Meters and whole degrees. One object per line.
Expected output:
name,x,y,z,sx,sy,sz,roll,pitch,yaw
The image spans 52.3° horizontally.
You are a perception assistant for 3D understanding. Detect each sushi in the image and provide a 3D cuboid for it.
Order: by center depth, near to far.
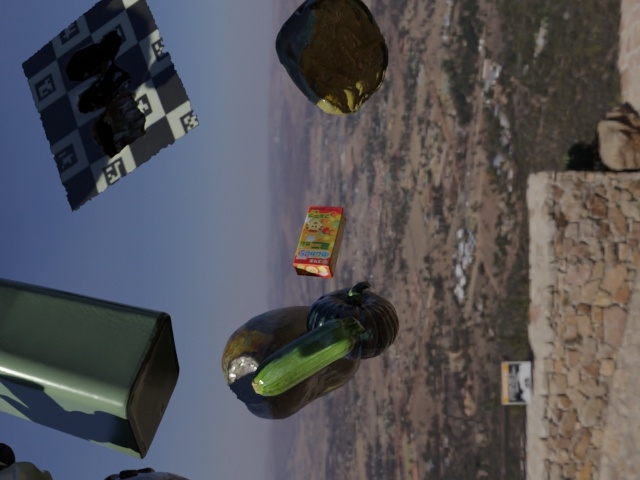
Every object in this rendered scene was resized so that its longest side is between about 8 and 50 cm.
sushi,-0.377,-0.264,1.233,0.373,0.296,0.100,63,-167,22

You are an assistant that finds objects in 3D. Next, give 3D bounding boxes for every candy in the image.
candy,0.000,0.000,1.059,0.038,0.062,0.122,72,-153,-52

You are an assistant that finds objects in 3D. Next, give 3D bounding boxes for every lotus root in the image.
lotus root,-0.074,0.267,1.457,0.346,0.250,0.250,-5,-83,-64

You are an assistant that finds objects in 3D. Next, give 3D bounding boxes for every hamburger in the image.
hamburger,0.033,-0.441,1.530,0.134,0.285,0.265,10,142,55

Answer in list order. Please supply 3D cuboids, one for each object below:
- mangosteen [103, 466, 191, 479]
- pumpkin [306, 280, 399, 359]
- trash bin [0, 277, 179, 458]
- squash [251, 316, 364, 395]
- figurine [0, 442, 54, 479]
mangosteen,-0.281,0.551,1.037,0.306,0.306,0.359,101,152,-65
pumpkin,0.065,0.170,1.333,0.194,0.194,0.150,163,85,-85
trash bin,-0.403,0.175,0.977,0.223,0.343,0.158,98,-171,-53
squash,-0.022,0.201,1.143,0.068,0.219,0.077,58,172,13
figurine,-0.445,0.343,0.832,0.176,0.236,0.133,-47,-44,-32
